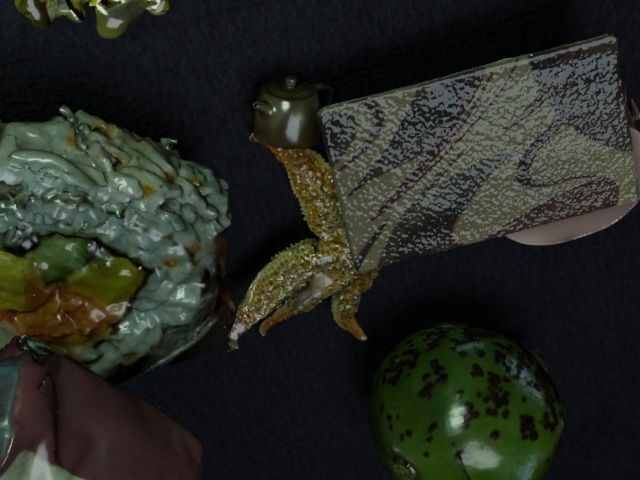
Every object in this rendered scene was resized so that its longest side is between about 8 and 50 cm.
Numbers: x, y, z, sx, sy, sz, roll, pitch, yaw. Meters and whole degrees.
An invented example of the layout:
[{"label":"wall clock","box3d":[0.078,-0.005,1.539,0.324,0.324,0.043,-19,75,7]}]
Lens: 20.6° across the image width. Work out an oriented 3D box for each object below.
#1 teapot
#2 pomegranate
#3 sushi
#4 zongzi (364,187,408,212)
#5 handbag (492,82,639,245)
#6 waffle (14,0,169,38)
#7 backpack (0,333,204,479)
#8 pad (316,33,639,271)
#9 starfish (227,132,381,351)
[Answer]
[{"label":"teapot","box3d":[-0.028,-0.145,1.881,0.121,0.076,0.068,-21,128,-40]},{"label":"pomegranate","box3d":[0.191,0.218,2.196,0.270,0.254,0.254,-28,144,-37]},{"label":"sushi","box3d":[-0.285,0.017,1.860,0.418,0.175,0.417,-7,138,-6]},{"label":"zongzi","box3d":[0.105,-0.040,1.965,0.104,0.052,0.113,-39,107,-13]},{"label":"handbag","box3d":[0.272,-0.101,2.005,0.205,0.116,0.179,-22,135,0]},{"label":"waffle","box3d":[-0.197,-0.330,1.642,0.329,0.062,0.329,-12,136,-12]},{"label":"backpack","box3d":[-0.313,0.230,1.815,0.317,0.197,0.283,-20,140,39]},{"label":"pad","box3d":[0.175,-0.091,1.907,0.330,0.004,0.220,-15,123,1]},{"label":"starfish","box3d":[-0.004,0.024,2.038,0.302,0.084,0.293,8,126,-34]}]
